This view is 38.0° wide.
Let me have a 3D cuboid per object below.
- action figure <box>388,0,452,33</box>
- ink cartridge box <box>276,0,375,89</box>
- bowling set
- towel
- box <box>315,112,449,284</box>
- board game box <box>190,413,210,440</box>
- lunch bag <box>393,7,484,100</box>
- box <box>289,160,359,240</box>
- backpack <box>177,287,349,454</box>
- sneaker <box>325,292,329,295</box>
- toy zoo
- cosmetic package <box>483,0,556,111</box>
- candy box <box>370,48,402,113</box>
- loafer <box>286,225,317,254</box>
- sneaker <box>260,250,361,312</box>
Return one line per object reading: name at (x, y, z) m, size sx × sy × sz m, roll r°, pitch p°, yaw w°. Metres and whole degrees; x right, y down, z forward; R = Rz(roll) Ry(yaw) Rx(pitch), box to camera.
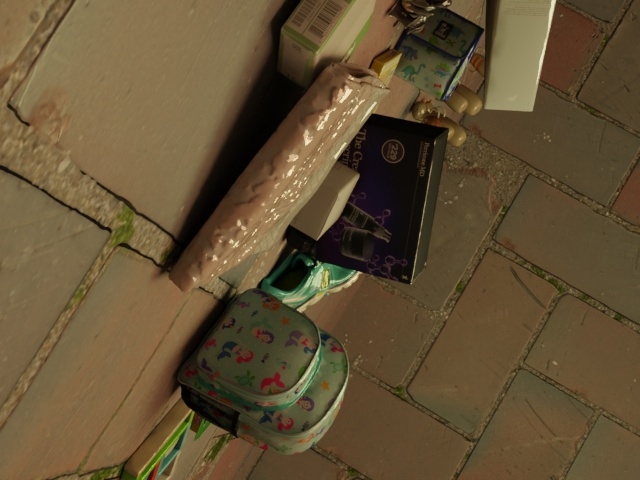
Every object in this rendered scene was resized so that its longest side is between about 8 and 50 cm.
action figure at (0.197, -0.435, 1.466) m, size 0.285 × 0.099 × 0.185 m, roll 117°, pitch -2°, yaw -47°
ink cartridge box at (0.012, -0.258, 1.132) m, size 0.171 × 0.056 × 0.235 m, roll -57°, pitch 179°, yaw -13°
bowling set at (0.288, -0.345, 2.260) m, size 0.200 × 0.154 × 0.287 m, roll -27°, pitch 152°, yaw -40°
towel at (-0.040, -0.089, 1.226) m, size 0.332 × 0.053 × 0.317 m, roll -52°, pitch 174°, yaw 15°
box at (0.104, -0.077, 1.603) m, size 0.103 × 0.184 × 0.261 m, roll -43°, pitch 143°, yaw -64°
board game box at (-0.187, 0.289, 1.893) m, size 0.259 × 0.039 × 0.124 m, roll -53°, pitch 169°, yaw -54°
lunch bag at (0.212, -0.352, 1.715) m, size 0.151 × 0.129 × 0.096 m, roll -61°, pitch 172°, yaw 16°
box at (-0.005, -0.076, 1.531) m, size 0.101 × 0.087 × 0.102 m, roll -46°, pitch 163°, yaw -58°
backpack at (-0.081, 0.218, 1.530) m, size 0.225 × 0.253 × 0.191 m, roll -54°, pitch 170°, yaw -31°
sneaker at (0.039, 0.025, 2.142) m, size 0.237 × 0.086 × 0.085 m, roll -58°, pitch 170°, yaw -18°
toy zoo at (-0.309, 0.425, 1.663) m, size 0.192 × 0.030 × 0.293 m, roll -50°, pitch 166°, yaw -49°
cosmetic package at (0.338, -0.455, 1.587) m, size 0.284 × 0.097 × 0.377 m, roll 88°, pitch 8°, yaw -58°
candy box at (0.082, -0.242, 1.675) m, size 0.105 × 0.027 × 0.206 m, roll -41°, pitch 159°, yaw -58°
loafer at (0.017, -0.055, 1.762) m, size 0.223 × 0.078 × 0.076 m, roll -53°, pitch 170°, yaw -37°
sneaker at (-0.006, 0.052, 1.793) m, size 0.275 × 0.107 × 0.110 m, roll -37°, pitch 151°, yaw -23°
